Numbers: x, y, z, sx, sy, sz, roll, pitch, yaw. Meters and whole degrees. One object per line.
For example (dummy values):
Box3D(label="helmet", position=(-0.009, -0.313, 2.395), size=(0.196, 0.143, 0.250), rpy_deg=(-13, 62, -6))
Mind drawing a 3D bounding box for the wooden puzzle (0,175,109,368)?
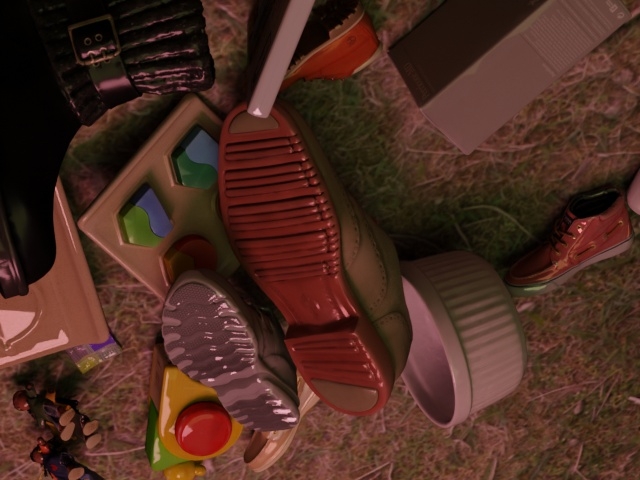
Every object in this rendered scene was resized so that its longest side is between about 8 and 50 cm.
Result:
Box3D(label="wooden puzzle", position=(-0.432, 0.021, 1.856), size=(0.348, 0.080, 0.322), rpy_deg=(-14, 129, -3))

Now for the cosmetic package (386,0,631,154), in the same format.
Box3D(label="cosmetic package", position=(0.201, -0.221, 1.854), size=(0.238, 0.127, 0.107), rpy_deg=(-39, 129, 10))

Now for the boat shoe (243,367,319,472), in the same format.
Box3D(label="boat shoe", position=(-0.055, 0.212, 2.140), size=(0.059, 0.063, 0.170), rpy_deg=(25, 105, -30))

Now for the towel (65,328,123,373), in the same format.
Box3D(label="towel", position=(-0.275, 0.118, 2.022), size=(0.060, 0.009, 0.083), rpy_deg=(-26, 130, 1))

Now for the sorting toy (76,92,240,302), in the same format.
Box3D(label="sorting toy", position=(-0.141, -0.032, 1.894), size=(0.193, 0.038, 0.208), rpy_deg=(-49, 127, -6))

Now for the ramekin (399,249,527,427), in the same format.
Box3D(label="ramekin", position=(0.160, 0.109, 2.047), size=(0.109, 0.207, 0.207), rpy_deg=(-20, 130, -16))

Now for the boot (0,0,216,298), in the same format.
Box3D(label="boot", position=(-0.227, -0.128, 1.690), size=(0.260, 0.131, 0.348), rpy_deg=(-7, 93, -12))

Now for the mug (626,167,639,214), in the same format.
Box3D(label="mug", position=(0.412, -0.061, 2.093), size=(0.078, 0.062, 0.064), rpy_deg=(19, 126, -23))

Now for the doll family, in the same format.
Box3D(label="doll family", position=(-0.310, 0.243, 2.046), size=(0.076, 0.111, 0.193), rpy_deg=(-30, 126, -41))

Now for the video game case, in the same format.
Box3D(label="video game case", position=(-0.025, -0.263, 1.691), size=(0.026, 0.206, 0.227), rpy_deg=(16, 120, -12))

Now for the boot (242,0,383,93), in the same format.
Box3D(label="boot", position=(-0.006, -0.190, 1.851), size=(0.158, 0.059, 0.084), rpy_deg=(-33, 134, 6))

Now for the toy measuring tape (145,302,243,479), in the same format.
Box3D(label="toy measuring tape", position=(-0.139, 0.148, 2.037), size=(0.121, 0.121, 0.330), rpy_deg=(0, 115, -19))

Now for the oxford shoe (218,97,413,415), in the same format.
Box3D(label="oxford shoe", position=(0.000, 0.000, 1.919), size=(0.140, 0.146, 0.397), rpy_deg=(0, 123, 32))

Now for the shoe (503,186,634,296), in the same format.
Box3D(label="shoe", position=(0.299, -0.001, 2.099), size=(0.178, 0.063, 0.081), rpy_deg=(-25, 129, -7))

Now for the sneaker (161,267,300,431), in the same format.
Box3D(label="sneaker", position=(-0.102, 0.107, 1.947), size=(0.105, 0.115, 0.281), rpy_deg=(-8, 143, 15))
